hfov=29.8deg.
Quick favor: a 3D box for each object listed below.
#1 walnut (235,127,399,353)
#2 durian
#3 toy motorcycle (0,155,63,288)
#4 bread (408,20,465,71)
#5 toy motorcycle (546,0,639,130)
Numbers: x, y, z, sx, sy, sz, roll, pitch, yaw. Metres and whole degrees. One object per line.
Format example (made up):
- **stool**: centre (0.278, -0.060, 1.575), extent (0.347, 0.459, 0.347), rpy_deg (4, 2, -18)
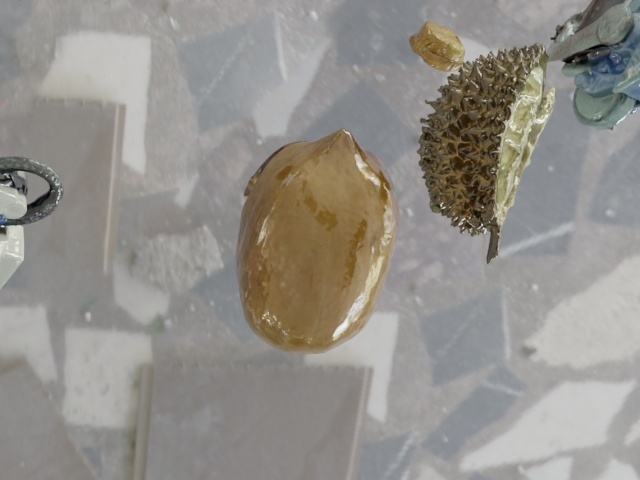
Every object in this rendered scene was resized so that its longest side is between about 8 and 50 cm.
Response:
- **walnut**: centre (0.000, 0.000, 1.437), extent (0.203, 0.203, 0.298), rpy_deg (9, 121, -17)
- **durian**: centre (0.095, -0.055, 0.732), extent (0.071, 0.110, 0.140), rpy_deg (9, 75, 23)
- **toy motorcycle**: centre (-0.274, 0.004, 0.780), extent (0.150, 0.102, 0.221), rpy_deg (17, 134, -34)
- **bread**: centre (0.164, -0.268, 1.663), extent (0.081, 0.083, 0.046), rpy_deg (-17, 141, -53)
- **toy motorcycle**: centre (0.445, -0.299, 1.630), extent (0.182, 0.319, 0.241), rpy_deg (-9, 77, -41)
